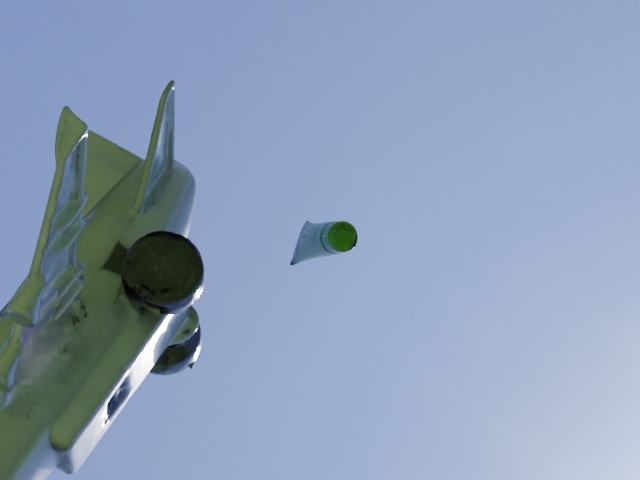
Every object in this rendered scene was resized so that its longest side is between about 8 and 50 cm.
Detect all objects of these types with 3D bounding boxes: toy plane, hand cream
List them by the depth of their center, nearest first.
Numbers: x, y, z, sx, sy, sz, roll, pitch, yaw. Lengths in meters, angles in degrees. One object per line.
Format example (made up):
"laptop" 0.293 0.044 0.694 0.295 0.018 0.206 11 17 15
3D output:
"toy plane" -0.121 0.052 0.761 0.101 0.251 0.255 23 -117 6
"hand cream" 0.000 0.000 1.153 0.023 0.122 0.036 20 -97 -13
